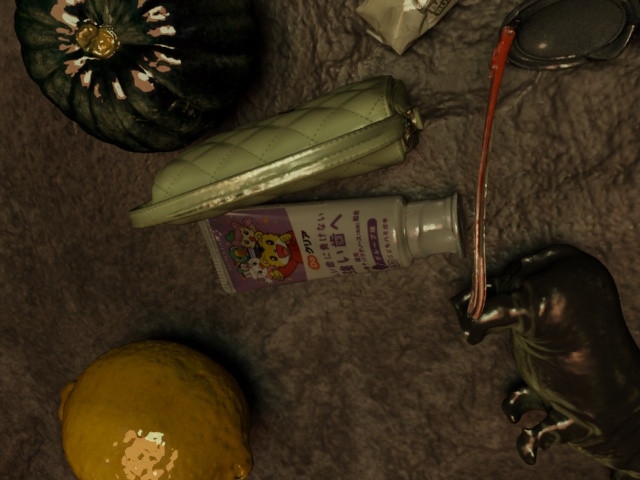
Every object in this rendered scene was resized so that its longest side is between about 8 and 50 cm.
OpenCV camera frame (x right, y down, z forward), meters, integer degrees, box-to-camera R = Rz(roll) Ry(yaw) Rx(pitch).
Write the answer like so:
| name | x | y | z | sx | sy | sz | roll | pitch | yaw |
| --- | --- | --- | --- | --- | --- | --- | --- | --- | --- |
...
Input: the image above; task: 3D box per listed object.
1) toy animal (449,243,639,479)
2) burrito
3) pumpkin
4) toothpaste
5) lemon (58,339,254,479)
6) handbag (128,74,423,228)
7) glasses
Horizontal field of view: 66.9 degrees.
| name | x | y | z | sx | sy | sz | roll | pitch | yaw |
| --- | --- | --- | --- | --- | --- | --- | --- | --- | --- |
| toy animal | 0.270 | 0.158 | 0.474 | 0.168 | 0.106 | 0.343 | -41 | 99 | 15 |
| burrito | 0.120 | -0.246 | 0.416 | 0.203 | 0.064 | 0.064 | -37 | 94 | 23 |
| pumpkin | -0.166 | -0.193 | 0.456 | 0.220 | 0.162 | 0.221 | 6 | 118 | 11 |
| toothpaste | 0.000 | 0.000 | 0.522 | 0.299 | 0.073 | 0.114 | -7 | 115 | 23 |
| lemon | -0.191 | 0.214 | 0.570 | 0.256 | 0.188 | 0.188 | 18 | 110 | 13 |
| handbag | -0.038 | -0.072 | 0.425 | 0.256 | 0.219 | 0.079 | -16 | 104 | 18 |
| glasses | 0.235 | -0.055 | 0.358 | 0.234 | 0.118 | 0.269 | 12 | 78 | 10 |
